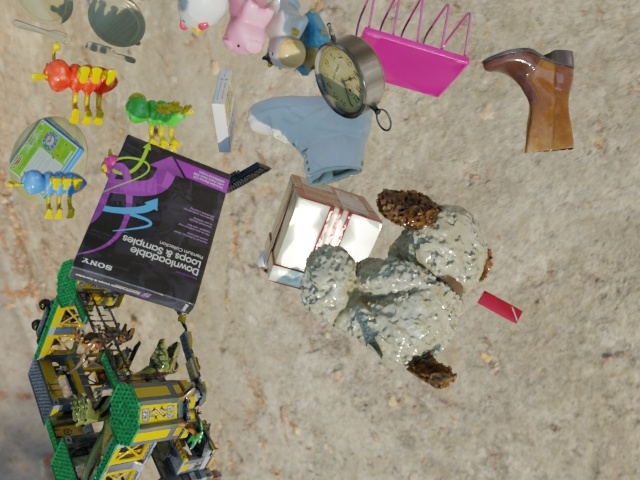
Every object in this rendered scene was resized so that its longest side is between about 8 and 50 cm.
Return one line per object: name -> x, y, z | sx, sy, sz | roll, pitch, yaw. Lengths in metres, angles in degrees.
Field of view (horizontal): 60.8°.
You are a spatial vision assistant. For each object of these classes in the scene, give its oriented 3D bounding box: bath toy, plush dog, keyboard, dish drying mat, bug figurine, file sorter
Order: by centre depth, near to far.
plush dog -> 0.137, 0.053, 0.734 | 0.210, 0.262, 0.226 | 26, 85, 49
bug figurine -> -0.313, -0.145, 0.783 | 0.279, 0.216, 0.072 | -52, 52, 36
dish drying mat -> 0.355, 0.131, 1.079 | 0.083, 0.032, 0.008 | 30, 161, 17
bath toy -> -0.140, -0.436, 1.120 | 0.129, 0.348, 0.152 | -37, 62, 39
file sorter -> 0.245, -0.558, 1.513 | 0.202, 0.290, 0.182 | 135, 147, -74
keyboard -> -0.246, -0.190, 1.679 | 0.180, 0.108, 0.023 | -26, 73, 25

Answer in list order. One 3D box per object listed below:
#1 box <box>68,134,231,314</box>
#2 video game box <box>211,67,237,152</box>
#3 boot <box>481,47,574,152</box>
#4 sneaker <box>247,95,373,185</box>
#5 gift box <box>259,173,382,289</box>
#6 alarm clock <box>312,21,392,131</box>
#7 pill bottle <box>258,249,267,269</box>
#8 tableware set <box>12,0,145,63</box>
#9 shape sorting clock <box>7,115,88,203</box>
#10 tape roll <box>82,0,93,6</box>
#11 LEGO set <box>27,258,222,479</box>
box -> -0.162, -0.019, 0.543 | 0.116, 0.162, 0.029 | 20, 147, -19
video game box -> -0.312, -0.426, 1.794 | 0.048, 0.187, 0.205 | 1, 143, -2
boot -> 0.581, -0.385, 1.531 | 0.096, 0.263, 0.281 | -162, 72, -78
sneaker -> -0.038, -0.196, 1.101 | 0.292, 0.108, 0.169 | 4, 83, 33
gift box -> 0.000, 0.000, 1.416 | 0.255, 0.276, 0.258 | 18, 106, -9
alarm clock -> 0.062, -0.259, 0.909 | 0.192, 0.064, 0.129 | 56, 155, 11
pill bottle -> -0.124, 0.081, 1.859 | 0.186, 0.112, 0.112 | 9, 114, 44
tableware set -> -0.367, -0.362, 0.841 | 0.128, 0.194, 0.039 | 121, 155, -43
shape sorting clock -> -0.622, -0.184, 1.248 | 0.206, 0.040, 0.206 | -1, 84, 10
tape roll -> -0.305, -0.579, 0.985 | 0.072, 0.392, 0.392 | 37, 140, -25
LEGO set -> -0.220, 0.181, 0.693 | 0.331, 0.192, 0.255 | 35, 108, 41
